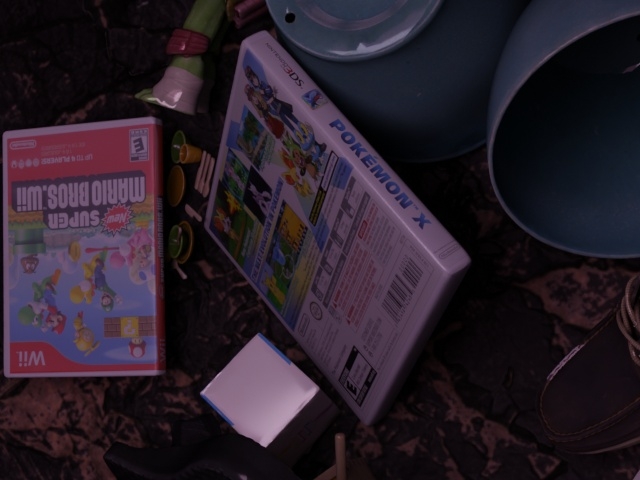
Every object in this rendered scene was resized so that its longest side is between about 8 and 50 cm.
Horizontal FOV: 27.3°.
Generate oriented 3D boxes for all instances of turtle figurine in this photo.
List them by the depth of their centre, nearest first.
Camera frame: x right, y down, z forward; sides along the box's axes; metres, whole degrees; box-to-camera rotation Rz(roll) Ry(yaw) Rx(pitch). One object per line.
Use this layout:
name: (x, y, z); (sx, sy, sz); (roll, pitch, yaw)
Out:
turtle figurine: (-0.160, -0.284, 1.430); (0.198, 0.274, 0.266); (29, 104, 57)

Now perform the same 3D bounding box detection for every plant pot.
plant pot: (0.285, -0.152, 1.211); (0.290, 0.290, 0.195); (-25, 41, 19)
plant pot: (0.068, -0.232, 1.279); (0.271, 0.255, 0.272); (-3, 81, 19)

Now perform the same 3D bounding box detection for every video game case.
video game case: (0.000, 0.000, 1.304); (0.036, 0.329, 0.300); (-31, 70, -27)
video game case: (-0.268, 0.010, 1.482); (0.204, 0.025, 0.285); (-3, 86, 23)

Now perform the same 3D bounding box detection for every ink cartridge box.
ink cartridge box: (-0.047, 0.173, 1.381); (0.092, 0.143, 0.090); (41, 84, 20)

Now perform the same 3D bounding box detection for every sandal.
sandal: (-0.092, 0.243, 1.313); (0.107, 0.446, 0.167); (-45, 102, -25)

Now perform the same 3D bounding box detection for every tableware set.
tableware set: (-0.162, -0.041, 1.477); (0.104, 0.024, 0.154); (41, 121, 54)

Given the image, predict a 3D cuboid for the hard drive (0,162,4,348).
hard drive: (-0.317, 0.017, 1.546); (0.172, 0.054, 0.255); (-13, 81, 22)

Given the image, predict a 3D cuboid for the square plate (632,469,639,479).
square plate: (0.468, 0.253, 1.199); (0.344, 0.049, 0.347); (32, 98, 21)

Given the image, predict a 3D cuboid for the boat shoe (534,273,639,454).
boat shoe: (0.328, 0.063, 1.205); (0.355, 0.130, 0.132); (-42, 48, 19)

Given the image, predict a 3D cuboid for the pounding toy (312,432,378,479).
pounding toy: (0.020, 0.286, 1.358); (0.141, 0.100, 0.130); (-39, 73, 16)
